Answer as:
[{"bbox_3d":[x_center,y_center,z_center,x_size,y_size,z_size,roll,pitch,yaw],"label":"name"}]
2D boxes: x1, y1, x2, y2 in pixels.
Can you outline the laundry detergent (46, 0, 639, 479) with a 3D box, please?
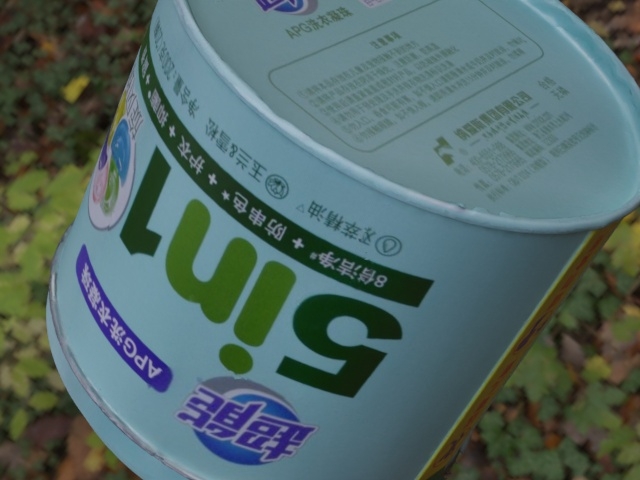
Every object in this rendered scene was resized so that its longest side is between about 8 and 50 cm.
[{"bbox_3d":[0.000,0.000,0.817,0.287,0.287,0.305,-88,21,-51],"label":"laundry detergent"}]
